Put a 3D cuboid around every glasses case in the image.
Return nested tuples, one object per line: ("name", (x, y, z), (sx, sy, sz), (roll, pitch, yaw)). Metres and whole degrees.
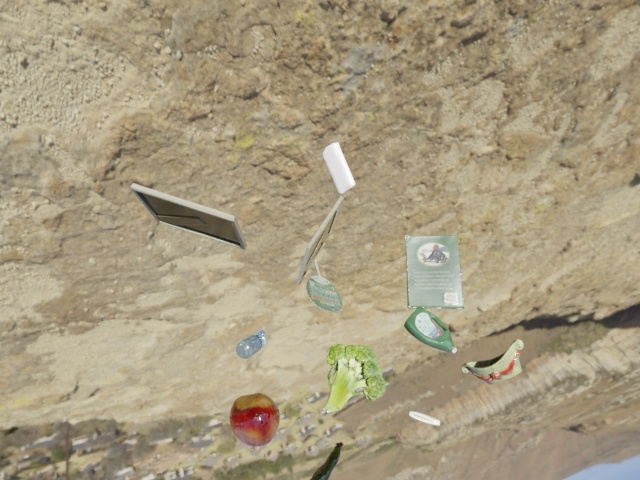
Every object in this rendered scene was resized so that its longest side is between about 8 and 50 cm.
("glasses case", (0.265, 0.455, 1.027), (0.083, 0.021, 0.032), (1, 158, 42))

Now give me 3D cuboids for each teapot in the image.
("teapot", (-0.185, 0.274, 1.072), (0.083, 0.049, 0.063), (-23, 117, -57))

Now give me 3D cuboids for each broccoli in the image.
("broccoli", (0.144, 0.587, 1.675), (0.254, 0.302, 0.186), (3, 147, 4))

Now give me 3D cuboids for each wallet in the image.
("wallet", (0.067, -0.271, 1.498), (0.033, 0.190, 0.095), (-19, 172, -37))

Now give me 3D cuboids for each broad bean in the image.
("broad bean", (-0.007, 0.801, 1.347), (0.297, 0.060, 0.043), (-37, 113, -32))

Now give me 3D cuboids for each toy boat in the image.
("toy boat", (0.447, 0.317, 1.017), (0.089, 0.071, 0.185), (-17, 159, -48))

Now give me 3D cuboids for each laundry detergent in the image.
("laundry detergent", (0.441, 0.356, 1.559), (0.137, 0.211, 0.063), (-35, 150, -38))

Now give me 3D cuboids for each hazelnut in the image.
("hazelnut", (-0.275, 0.768, 1.709), (0.229, 0.229, 0.229), (-17, 145, -13))

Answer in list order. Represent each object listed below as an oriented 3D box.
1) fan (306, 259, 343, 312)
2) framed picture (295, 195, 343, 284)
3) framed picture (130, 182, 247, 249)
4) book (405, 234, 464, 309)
("fan", (-0.007, 0.222, 1.897), (0.012, 0.294, 0.223), (-44, 163, 31))
("framed picture", (0.000, 0.000, 1.357), (0.281, 0.019, 0.209), (-57, 171, -44))
("framed picture", (-0.384, -0.063, 1.208), (0.315, 0.024, 0.232), (17, 158, 5))
("book", (0.544, 0.149, 1.933), (0.260, 0.371, 0.043), (0, 159, 8))
